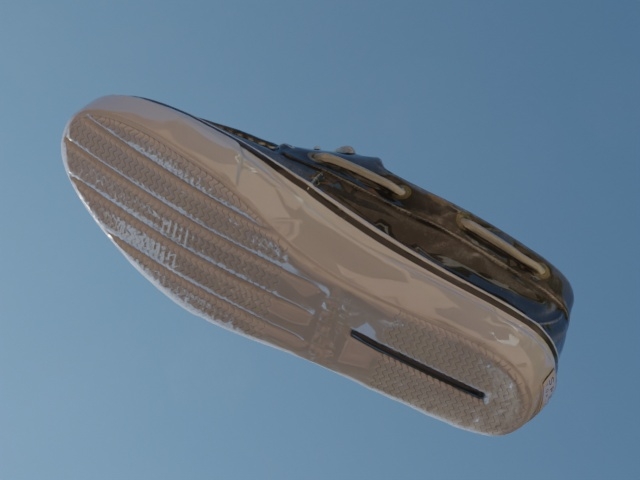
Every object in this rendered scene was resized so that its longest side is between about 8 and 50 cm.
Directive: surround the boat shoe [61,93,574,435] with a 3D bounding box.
[{"bbox_3d":[0.000,0.000,0.761,0.335,0.119,0.121,31,-46,5],"label":"boat shoe"}]
